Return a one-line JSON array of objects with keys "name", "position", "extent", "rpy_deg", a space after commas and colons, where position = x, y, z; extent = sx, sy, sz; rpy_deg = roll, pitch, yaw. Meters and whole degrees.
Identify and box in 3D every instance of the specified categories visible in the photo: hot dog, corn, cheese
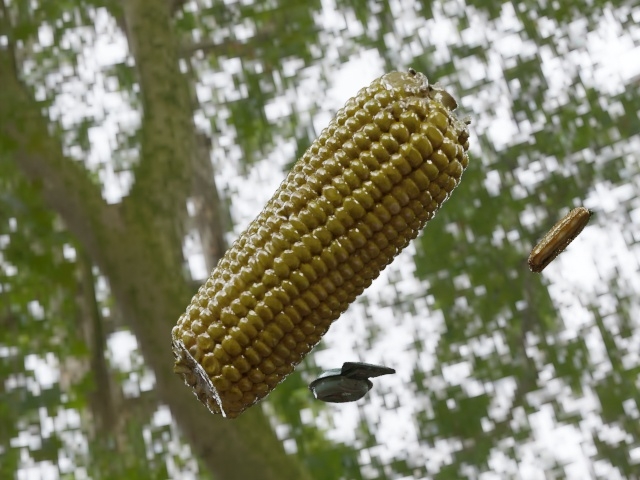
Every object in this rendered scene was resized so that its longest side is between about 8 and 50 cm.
[{"name": "hot dog", "position": [0.223, -0.004, 1.602], "extent": [0.083, 0.021, 0.037], "rpy_deg": [-42, -27, -21]}, {"name": "corn", "position": [0.000, 0.000, 1.647], "extent": [0.387, 0.144, 0.144], "rpy_deg": [-49, -40, -6]}, {"name": "cheese", "position": [0.028, 0.147, 1.778], "extent": [0.067, 0.026, 0.120], "rpy_deg": [9, -25, -21]}]
